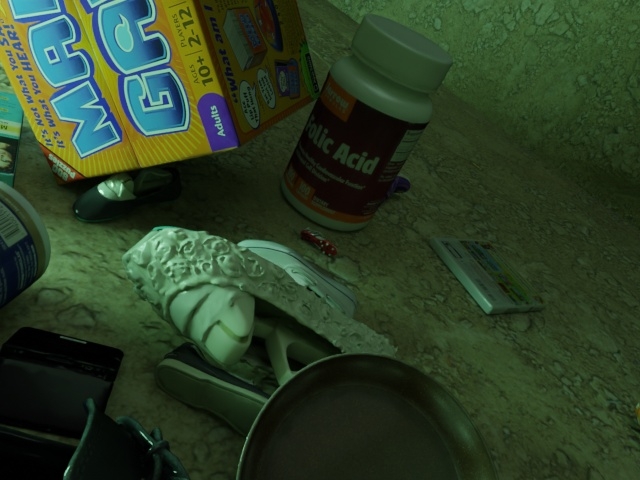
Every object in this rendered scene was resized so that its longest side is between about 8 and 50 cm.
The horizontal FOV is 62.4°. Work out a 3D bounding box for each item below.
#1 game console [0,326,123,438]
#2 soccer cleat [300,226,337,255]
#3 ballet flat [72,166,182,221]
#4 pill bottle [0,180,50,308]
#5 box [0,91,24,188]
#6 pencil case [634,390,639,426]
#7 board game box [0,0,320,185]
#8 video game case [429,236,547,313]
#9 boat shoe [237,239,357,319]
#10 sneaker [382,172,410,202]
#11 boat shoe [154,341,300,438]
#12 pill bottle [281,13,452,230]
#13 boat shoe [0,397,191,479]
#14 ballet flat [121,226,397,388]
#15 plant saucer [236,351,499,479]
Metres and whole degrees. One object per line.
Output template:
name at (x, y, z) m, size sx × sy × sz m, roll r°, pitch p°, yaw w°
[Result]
game console at (-0.298, 0.157, 0.597) m, size 0.122 × 0.071 × 0.107 m, roll 19°, pitch 3°, yaw -16°
soccer cleat at (0.000, 0.000, 1.034) m, size 0.083 × 0.029 × 0.035 m, roll 29°, pitch 36°, yaw 9°
ballet flat at (-0.313, -0.088, 0.880) m, size 0.074 × 0.074 × 0.203 m, roll 41°, pitch 34°, yaw 19°
pill bottle at (-0.419, 0.047, 0.528) m, size 0.153 × 0.153 × 0.264 m, roll 28°, pitch 32°, yaw -1°
box at (-0.524, -0.153, 0.820) m, size 0.101 × 0.060 × 0.244 m, roll 7°, pitch 37°, yaw -30°
pencil case at (0.651, 0.386, 0.897) m, size 0.124 × 0.124 × 0.284 m, roll 21°, pitch 33°, yaw -12°
board game box at (-0.259, -0.340, 0.877) m, size 0.356 × 0.356 × 0.356 m, roll -7°, pitch 23°, yaw 23°
video game case at (0.386, 0.077, 1.223) m, size 0.206 × 0.026 × 0.227 m, roll 2°, pitch 39°, yaw -35°
boat shoe at (-0.040, 0.073, 0.845) m, size 0.226 × 0.083 × 0.076 m, roll 24°, pitch 31°, yaw -8°
sneaker at (0.156, -0.124, 1.314) m, size 0.170 × 0.068 × 0.071 m, roll -7°, pitch 61°, yaw -32°
boat shoe at (-0.099, 0.185, 0.651) m, size 0.206 × 0.075 × 0.065 m, roll 25°, pitch 32°, yaw 5°
pill bottle at (0.088, -0.232, 1.085) m, size 0.224 × 0.392 × 0.224 m, roll 20°, pitch 33°, yaw -13°
boat shoe at (-0.151, 0.199, 0.362) m, size 0.500 × 0.156 × 0.187 m, roll 18°, pitch -10°, yaw -19°
ballet flat at (-0.060, 0.116, 0.668) m, size 0.409 × 0.147 × 0.147 m, roll 28°, pitch 31°, yaw -17°
plant saucer at (0.055, 0.279, 0.573) m, size 0.311 × 0.050 × 0.310 m, roll 11°, pitch 58°, yaw -18°
